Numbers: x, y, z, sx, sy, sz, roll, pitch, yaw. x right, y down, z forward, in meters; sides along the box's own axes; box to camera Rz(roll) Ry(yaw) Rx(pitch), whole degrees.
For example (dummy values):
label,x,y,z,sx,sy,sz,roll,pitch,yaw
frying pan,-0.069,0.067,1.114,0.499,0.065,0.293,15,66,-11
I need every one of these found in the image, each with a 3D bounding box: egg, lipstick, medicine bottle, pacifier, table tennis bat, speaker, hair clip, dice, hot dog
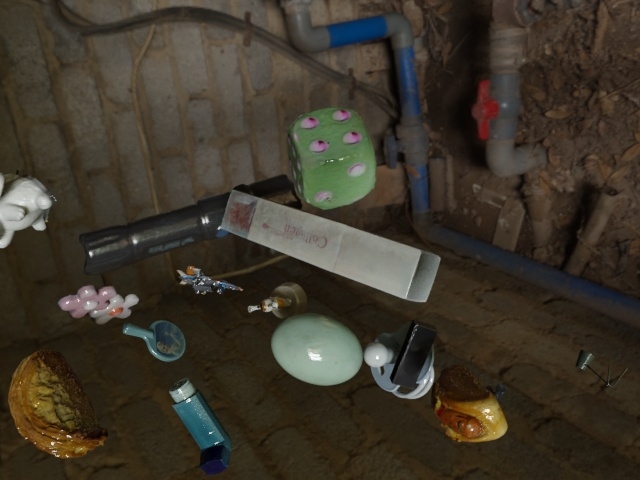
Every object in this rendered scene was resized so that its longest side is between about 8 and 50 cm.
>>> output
label,x,y,z,sx,sy,sz,roll,pitch,yaw
egg,-0.012,0.436,2.062,0.276,0.389,0.276,-55,22,36
lipstick,0.000,0.000,0.807,0.372,0.080,0.076,19,92,36
medicine bottle,-0.329,0.507,1.411,0.258,0.079,0.124,63,-166,-11
pacifier,0.246,0.412,1.769,0.299,0.233,0.244,-36,48,42
table tennis bat,-0.566,0.331,1.757,0.038,0.237,0.149,-33,44,31
speaker,0.301,0.371,1.667,0.044,0.082,0.218,-114,44,-76
hair clip,-0.589,0.167,1.376,0.257,0.146,0.075,72,176,-78
table tennis bat,0.585,0.545,1.714,0.236,0.027,0.150,83,-178,-49
dice,0.041,-0.345,2.170,0.318,0.331,0.322,85,168,-56
hot dog,-0.577,0.360,1.112,0.259,0.114,0.175,45,177,23
hot dog,0.383,0.450,1.398,0.256,0.153,0.150,-124,10,-77

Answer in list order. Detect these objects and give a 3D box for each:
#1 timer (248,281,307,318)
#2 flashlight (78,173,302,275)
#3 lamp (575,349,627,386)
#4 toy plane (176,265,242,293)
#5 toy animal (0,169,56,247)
label,x,y,z,sx,sy,sz,roll,pitch,yaw
timer,-0.192,0.283,2.291,0.175,0.266,0.175,0,90,24
flashlight,-0.239,-0.033,0.980,0.103,0.424,0.103,45,145,44
lamp,0.599,0.278,1.115,0.041,0.054,0.121,32,175,-8
toy plane,-0.317,0.126,1.457,0.189,0.062,0.135,21,144,9
toy animal,-0.883,-0.082,1.387,0.249,0.289,0.174,-40,90,29
